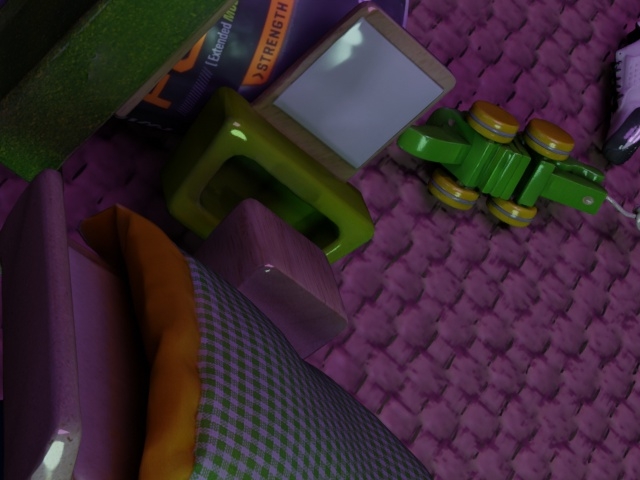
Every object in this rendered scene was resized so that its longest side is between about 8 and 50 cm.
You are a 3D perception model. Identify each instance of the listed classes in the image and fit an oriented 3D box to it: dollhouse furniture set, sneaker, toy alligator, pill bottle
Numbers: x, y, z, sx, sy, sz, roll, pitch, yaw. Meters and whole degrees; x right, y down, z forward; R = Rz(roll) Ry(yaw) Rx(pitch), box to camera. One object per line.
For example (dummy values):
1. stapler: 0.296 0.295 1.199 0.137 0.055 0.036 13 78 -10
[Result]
1. dollhouse furniture set: 0.000 0.000 0.501 0.197 0.151 0.301 37 20 -32
2. sneaker: 0.191 -0.091 0.874 0.044 0.040 0.109 32 56 1
3. toy alligator: 0.120 -0.042 0.807 0.189 0.056 0.051 15 27 -26
4. pill bottle: -0.093 -0.122 0.660 0.245 0.130 0.130 13 68 -25

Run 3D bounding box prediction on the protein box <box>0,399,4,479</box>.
1. protein box: -0.076 0.193 0.542 0.201 0.136 0.200 38 59 -30
